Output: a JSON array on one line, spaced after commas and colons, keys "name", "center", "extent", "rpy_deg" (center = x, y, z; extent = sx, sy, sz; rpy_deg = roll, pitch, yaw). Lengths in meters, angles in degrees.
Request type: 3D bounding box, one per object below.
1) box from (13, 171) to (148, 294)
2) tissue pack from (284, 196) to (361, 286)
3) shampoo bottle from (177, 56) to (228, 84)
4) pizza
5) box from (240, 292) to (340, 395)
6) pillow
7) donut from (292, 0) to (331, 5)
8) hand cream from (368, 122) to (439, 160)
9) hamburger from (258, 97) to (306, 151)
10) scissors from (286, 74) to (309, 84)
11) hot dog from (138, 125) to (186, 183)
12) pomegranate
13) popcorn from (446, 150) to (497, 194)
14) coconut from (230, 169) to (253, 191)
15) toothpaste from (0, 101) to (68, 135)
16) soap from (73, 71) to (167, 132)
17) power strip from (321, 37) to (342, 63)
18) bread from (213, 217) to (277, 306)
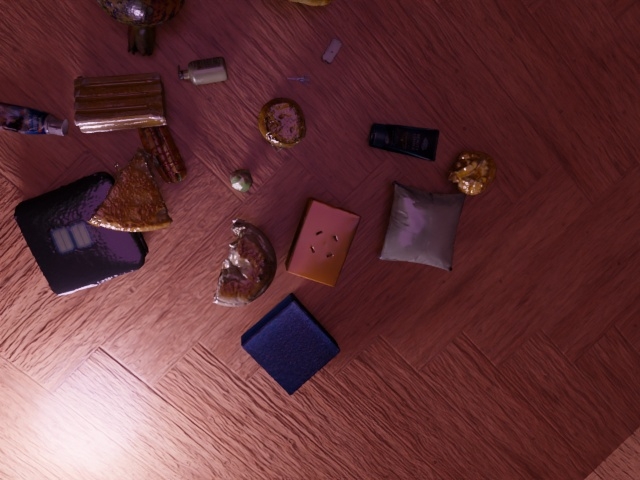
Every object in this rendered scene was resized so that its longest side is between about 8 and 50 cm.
[{"name": "box", "center": [-0.812, -0.021, 1.768], "extent": [0.350, 0.091, 0.359], "rpy_deg": [-22, 104, -6]}, {"name": "tissue pack", "center": [0.000, 0.000, 1.882], "extent": [0.195, 0.145, 0.274], "rpy_deg": [19, 97, -14]}, {"name": "shampoo bottle", "center": [-0.397, -0.566, 1.733], "extent": [0.162, 0.079, 0.079], "rpy_deg": [-12, 103, -7]}, {"name": "pizza", "center": [-0.613, -0.167, 1.734], "extent": [0.280, 0.075, 0.287], "rpy_deg": [10, 93, -35]}, {"name": "box", "center": [-0.114, 0.390, 1.953], "extent": [0.261, 0.116, 0.279], "rpy_deg": [-41, 105, 1]}, {"name": "pillow", "center": [0.388, -0.050, 1.949], "extent": [0.313, 0.119, 0.310], "rpy_deg": [8, 96, -13]}, {"name": "donut", "center": [-0.042, -0.927, 1.638], "extent": [0.360, 0.170, 0.360], "rpy_deg": [-13, 119, -25]}, {"name": "hand cream", "center": [0.313, -0.371, 1.912], "extent": [0.271, 0.061, 0.120], "rpy_deg": [6, 95, -18]}, {"name": "hamburger", "center": [-0.130, -0.399, 1.795], "extent": [0.177, 0.113, 0.185], "rpy_deg": [11, 98, -13]}, {"name": "scissors", "center": [-0.079, -0.572, 1.824], "extent": [0.083, 0.006, 0.036], "rpy_deg": [3, 99, -10]}, {"name": "hot dog", "center": [-0.546, -0.312, 1.763], "extent": [0.104, 0.076, 0.250], "rpy_deg": [-22, 106, -4]}, {"name": "pomegranate", "center": [-0.558, -0.741, 1.602], "extent": [0.285, 0.285, 0.340], "rpy_deg": [0, 132, -10]}, {"name": "popcorn", "center": [0.568, -0.254, 1.924], "extent": [0.170, 0.180, 0.180], "rpy_deg": [28, 96, -36]}, {"name": "coconut", "center": [-0.279, -0.214, 1.823], "extent": [0.083, 0.082, 0.081], "rpy_deg": [35, 98, -16]}, {"name": "toothpaste", "center": [-0.972, -0.394, 1.689], "extent": [0.266, 0.061, 0.096], "rpy_deg": [10, 100, -5]}, {"name": "soap", "center": [-0.651, -0.451, 1.683], "extent": [0.274, 0.089, 0.173], "rpy_deg": [-7, 74, -7]}, {"name": "power strip", "center": [0.040, -0.668, 1.819], "extent": [0.040, 0.016, 0.090], "rpy_deg": [31, 94, -13]}, {"name": "bread", "center": [-0.254, 0.087, 1.842], "extent": [0.192, 0.171, 0.314], "rpy_deg": [14, 99, -14]}]
